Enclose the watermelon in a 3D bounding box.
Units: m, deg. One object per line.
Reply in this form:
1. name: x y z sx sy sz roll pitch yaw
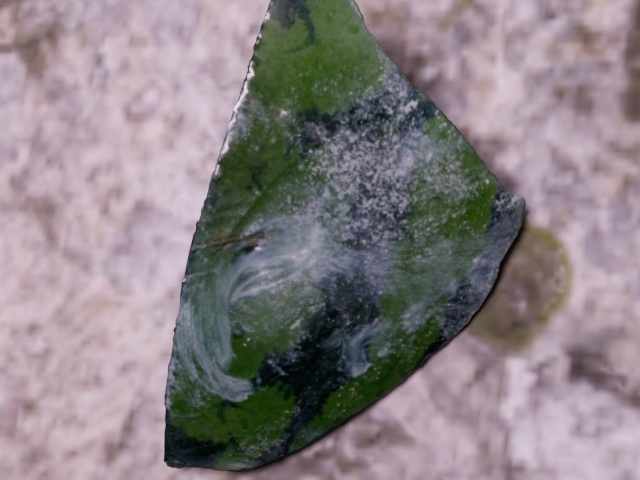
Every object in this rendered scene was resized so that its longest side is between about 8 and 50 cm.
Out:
1. watermelon: -0.001 0.005 0.533 0.101 0.080 0.155 26 84 -6
